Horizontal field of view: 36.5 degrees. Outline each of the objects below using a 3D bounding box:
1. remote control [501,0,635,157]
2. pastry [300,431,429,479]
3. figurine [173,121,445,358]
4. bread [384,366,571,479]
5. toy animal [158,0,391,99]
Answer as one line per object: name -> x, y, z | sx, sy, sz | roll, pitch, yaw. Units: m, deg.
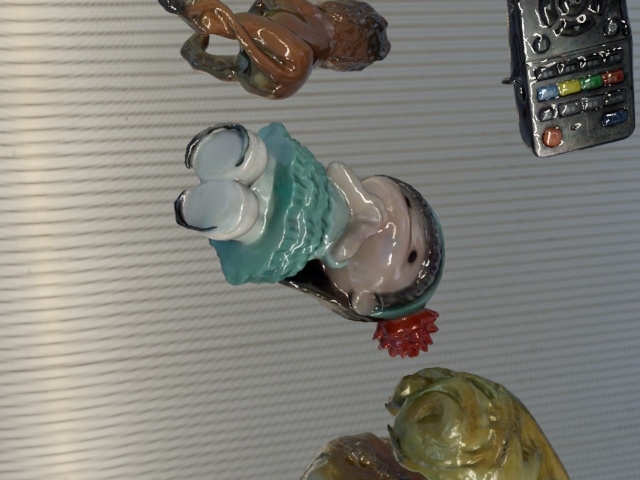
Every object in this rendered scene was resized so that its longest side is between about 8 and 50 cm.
remote control -> 0.246, -0.282, 1.009 | 0.144, 0.062, 0.399 | -13, 116, -2
pastry -> 0.089, 0.358, 1.338 | 0.235, 0.257, 0.121 | 22, 115, -2
figurine -> 0.000, 0.000, 0.709 | 0.245, 0.110, 0.138 | 22, 72, -46
bread -> 0.133, 0.178, 0.669 | 0.088, 0.128, 0.232 | -36, 113, 2
toy animal -> -0.030, -0.200, 0.954 | 0.157, 0.312, 0.097 | 29, 121, 9
